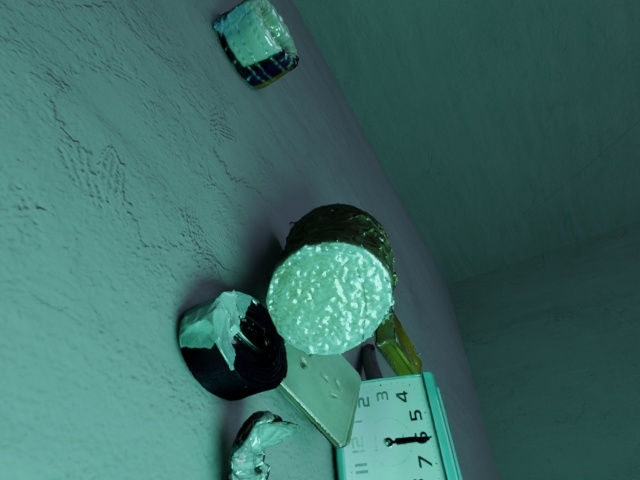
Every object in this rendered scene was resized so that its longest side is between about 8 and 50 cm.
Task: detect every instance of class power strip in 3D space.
[{"bbox_3d":[-0.017,0.271,0.808,0.213,0.065,0.198,50,25,-7],"label":"power strip"}]

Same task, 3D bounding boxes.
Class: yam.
[{"bbox_3d":[0.022,0.057,0.806,0.240,0.241,0.348,63,10,-11],"label":"yam"}]

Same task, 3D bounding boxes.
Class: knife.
[{"bbox_3d":[0.148,0.340,1.077,0.053,0.123,0.278,33,13,-16],"label":"knife"}]

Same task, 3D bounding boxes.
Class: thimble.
[{"bbox_3d":[-0.176,-0.565,1.173,0.237,0.150,0.237,49,27,-37],"label":"thimble"}]

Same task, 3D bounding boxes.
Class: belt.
[{"bbox_3d":[-0.126,0.156,0.633,0.198,0.078,0.151,46,28,-48],"label":"belt"}]

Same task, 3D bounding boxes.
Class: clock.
[{"bbox_3d":[0.148,0.422,0.845,0.116,0.231,0.262,76,7,-48],"label":"clock"}]

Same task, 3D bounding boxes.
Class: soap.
[{"bbox_3d":[0.265,0.362,1.402,0.233,0.076,0.135,54,23,-29],"label":"soap"}]

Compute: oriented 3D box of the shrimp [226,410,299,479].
[{"bbox_3d":[-0.042,0.420,0.477,0.221,0.166,0.410,31,29,-55],"label":"shrimp"}]
